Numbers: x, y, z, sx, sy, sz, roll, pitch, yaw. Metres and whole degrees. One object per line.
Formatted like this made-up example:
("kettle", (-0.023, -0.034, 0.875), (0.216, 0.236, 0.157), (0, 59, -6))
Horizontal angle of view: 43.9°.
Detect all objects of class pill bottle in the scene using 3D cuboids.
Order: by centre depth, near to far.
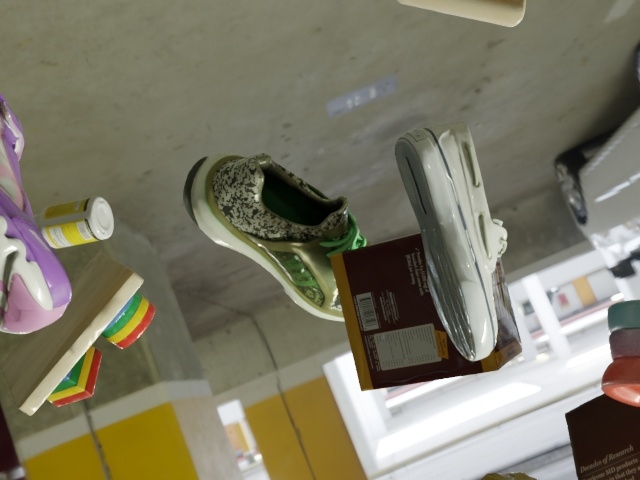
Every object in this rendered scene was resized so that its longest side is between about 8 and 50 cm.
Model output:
("pill bottle", (-0.369, -0.024, 1.163), (0.116, 0.065, 0.065), (-10, 173, 12))

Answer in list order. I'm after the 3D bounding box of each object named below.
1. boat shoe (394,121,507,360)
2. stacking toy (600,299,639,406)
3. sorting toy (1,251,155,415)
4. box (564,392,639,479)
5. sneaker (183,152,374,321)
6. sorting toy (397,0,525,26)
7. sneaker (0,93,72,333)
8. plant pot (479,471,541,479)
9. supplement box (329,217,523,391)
("boat shoe", (0.139, -0.001, 0.742), (0.076, 0.226, 0.083), (-19, -168, -14))
("stacking toy", (0.468, 0.117, 0.816), (0.309, 0.130, 0.280), (-4, 158, 43))
("sorting toy", (-0.388, 0.158, 1.302), (0.257, 0.089, 0.255), (-52, -155, -13))
("box", (0.424, 0.372, 0.923), (0.191, 0.381, 0.143), (25, 137, -24))
("sneaker", (0.000, 0.000, 1.183), (0.410, 0.158, 0.182), (31, 154, -26))
("sorting toy", (0.216, -0.426, 1.175), (0.193, 0.208, 0.038), (12, 158, -1))
("sneaker", (-0.228, -0.048, 0.511), (0.104, 0.236, 0.095), (-32, 166, -50))
("plant pot", (0.153, 0.228, 0.619), (0.082, 0.083, 0.081), (11, 178, -39))
("supplement box", (0.144, 0.085, 1.070), (0.194, 0.191, 0.129), (-14, 176, 27))
